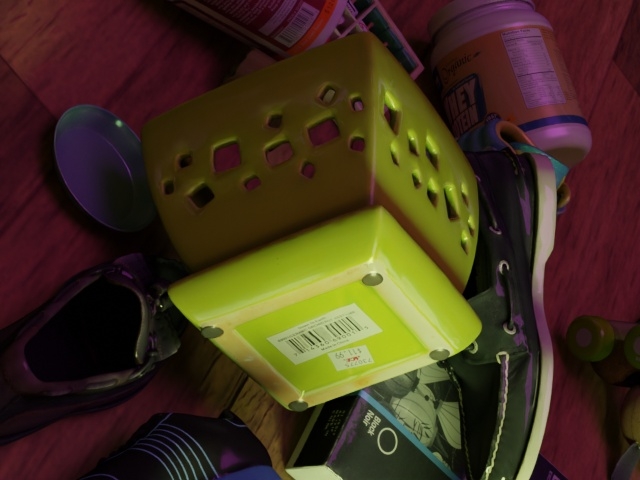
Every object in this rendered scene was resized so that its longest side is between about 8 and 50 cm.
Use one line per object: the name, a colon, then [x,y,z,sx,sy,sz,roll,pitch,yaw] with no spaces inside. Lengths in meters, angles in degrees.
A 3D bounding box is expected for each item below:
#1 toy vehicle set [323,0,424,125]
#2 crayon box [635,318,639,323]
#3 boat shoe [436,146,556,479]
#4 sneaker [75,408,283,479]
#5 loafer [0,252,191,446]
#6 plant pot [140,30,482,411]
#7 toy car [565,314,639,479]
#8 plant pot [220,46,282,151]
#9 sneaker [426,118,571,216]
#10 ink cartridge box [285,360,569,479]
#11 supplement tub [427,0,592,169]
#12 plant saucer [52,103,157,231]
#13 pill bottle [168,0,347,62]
toy vehicle set: [-0.004,-0.251,1.910,0.267,0.035,0.166,54,34,-11]
crayon box: [0.507,0.178,2.240,0.278,0.081,0.165,59,34,-4]
boat shoe: [0.137,0.066,1.610,0.113,0.127,0.340,14,68,-16]
sneaker: [-0.132,0.182,1.401,0.232,0.081,0.090,-1,46,-48]
loafer: [-0.171,0.076,1.397,0.109,0.095,0.302,61,33,-1]
plant pot: [0.000,0.000,1.513,0.227,0.228,0.207,48,28,-46]
toy car: [0.361,0.185,2.038,0.155,0.149,0.188,7,89,-47]
plant pot: [-0.051,-0.142,1.741,0.079,0.083,0.083,41,37,-10]
sneaker: [0.150,0.015,1.767,0.127,0.208,0.319,29,48,-39]
ink cartridge box: [0.126,0.234,1.667,0.333,0.065,0.165,43,56,-27]
supplement tub: [0.207,-0.169,2.034,0.144,0.144,0.199,4,63,-52]
plant saucer: [-0.186,-0.058,1.541,0.119,0.021,0.119,33,42,-36]
pill bottle: [-0.089,-0.264,1.723,0.221,0.121,0.121,27,46,-32]
